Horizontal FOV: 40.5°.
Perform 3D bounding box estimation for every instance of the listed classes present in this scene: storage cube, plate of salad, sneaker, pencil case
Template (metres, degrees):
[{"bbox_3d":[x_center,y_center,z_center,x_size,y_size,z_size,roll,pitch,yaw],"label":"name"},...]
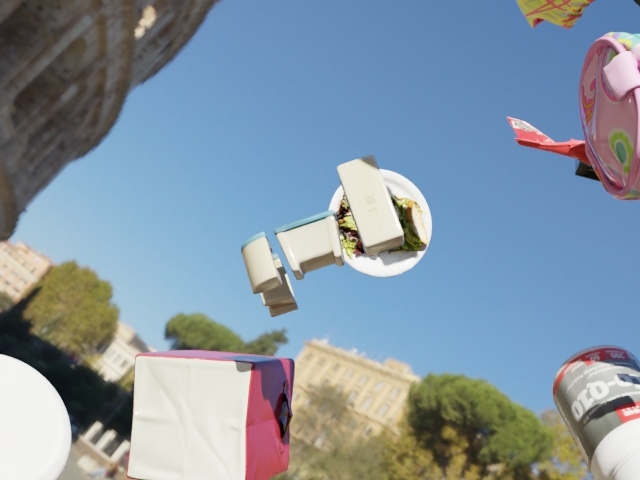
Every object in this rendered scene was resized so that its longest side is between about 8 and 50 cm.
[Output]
[{"bbox_3d":[-0.162,0.263,1.304,0.215,0.183,0.193,2,-5,15],"label":"storage cube"},{"bbox_3d":[0.112,-0.033,1.569,0.200,0.200,0.048,41,-16,-7],"label":"plate of salad"},{"bbox_3d":[0.391,-0.376,1.337,0.208,0.081,0.094,11,-51,57],"label":"sneaker"},{"bbox_3d":[0.326,-0.097,0.588,0.284,0.124,0.124,-6,-26,0],"label":"pencil case"}]

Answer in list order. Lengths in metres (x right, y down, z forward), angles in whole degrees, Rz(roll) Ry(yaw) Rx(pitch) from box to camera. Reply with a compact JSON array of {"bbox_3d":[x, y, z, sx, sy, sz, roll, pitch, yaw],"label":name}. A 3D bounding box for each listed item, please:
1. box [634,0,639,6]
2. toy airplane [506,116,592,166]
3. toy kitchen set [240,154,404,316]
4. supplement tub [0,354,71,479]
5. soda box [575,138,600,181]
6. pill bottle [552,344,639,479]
[{"bbox_3d":[0.565,-0.340,1.058,0.295,0.073,0.293,48,-52,5],"label":"box"},{"bbox_3d":[0.282,-0.107,0.992,0.151,0.028,0.151,17,8,-2],"label":"toy airplane"},{"bbox_3d":[0.000,0.000,1.181,0.166,0.207,0.122,69,3,-68],"label":"toy kitchen set"},{"bbox_3d":[-0.452,0.275,1.059,0.191,0.191,0.272,44,-58,-15],"label":"supplement tub"},{"bbox_3d":[0.490,-0.186,1.488,0.053,0.060,0.168,16,-52,6],"label":"soda box"},{"bbox_3d":[0.486,0.306,1.370,0.161,0.161,0.283,48,14,-24],"label":"pill bottle"}]
